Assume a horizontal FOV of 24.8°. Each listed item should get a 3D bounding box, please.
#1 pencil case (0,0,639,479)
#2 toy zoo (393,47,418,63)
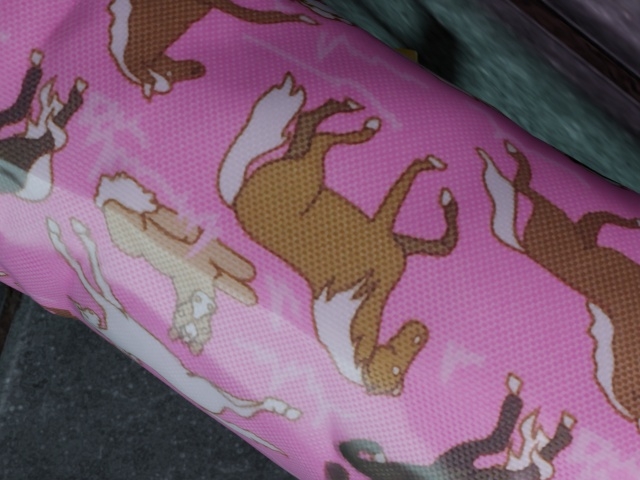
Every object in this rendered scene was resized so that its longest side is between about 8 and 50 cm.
[{"bbox_3d":[0.000,0.000,0.477,0.386,0.160,0.167,32,142,7],"label":"pencil case"},{"bbox_3d":[-0.070,-0.064,0.682,0.293,0.030,0.192,4,174,-5],"label":"toy zoo"}]
